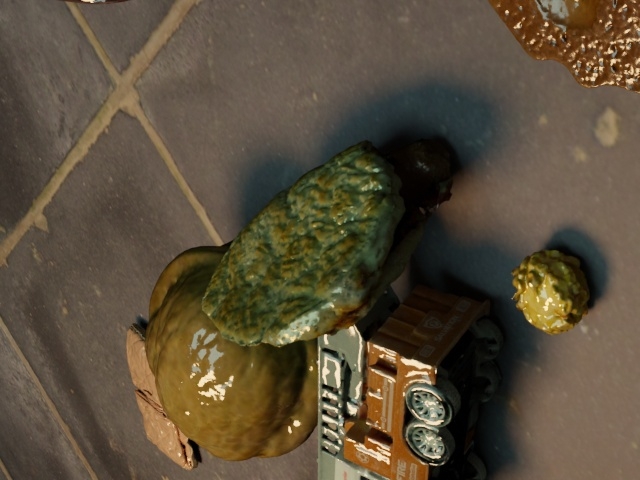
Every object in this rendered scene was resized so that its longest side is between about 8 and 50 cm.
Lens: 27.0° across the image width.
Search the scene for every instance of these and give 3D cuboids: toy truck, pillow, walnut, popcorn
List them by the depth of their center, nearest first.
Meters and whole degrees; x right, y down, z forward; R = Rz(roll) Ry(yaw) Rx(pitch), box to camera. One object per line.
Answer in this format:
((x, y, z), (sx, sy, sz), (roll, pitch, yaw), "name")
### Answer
((0.218, 0.050, 1.271), (0.082, 0.057, 0.083), (53, 142, -1), "popcorn")
((0.082, 0.200, 1.449), (0.184, 0.133, 0.338), (21, 132, 23), "toy truck")
((-0.091, 0.127, 1.565), (0.283, 0.227, 0.283), (22, 128, 31), "walnut")
((-0.241, 0.239, 2.005), (0.126, 0.043, 0.232), (33, 139, 42), "pillow")

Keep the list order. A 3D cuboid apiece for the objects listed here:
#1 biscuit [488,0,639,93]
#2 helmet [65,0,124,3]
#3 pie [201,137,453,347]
((0.234, -0.207, 1.088), (0.215, 0.034, 0.182), (38, 140, 26), "biscuit")
((-0.182, -0.381, 1.350), (0.338, 0.197, 0.271), (-9, 99, 48), "helmet")
((-0.006, 0.007, 1.356), (0.105, 0.257, 0.274), (46, 151, -25), "pie")
